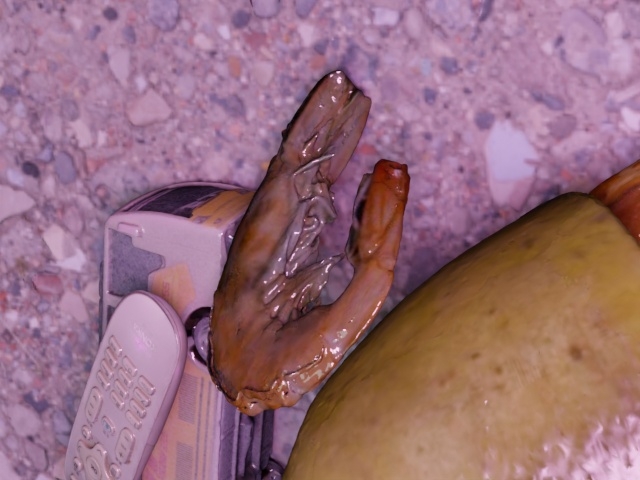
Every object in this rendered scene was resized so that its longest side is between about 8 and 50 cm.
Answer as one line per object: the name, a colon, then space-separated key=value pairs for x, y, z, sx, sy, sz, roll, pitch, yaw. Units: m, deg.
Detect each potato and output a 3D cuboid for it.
potato: x=0.077 y=0.125 z=1.258 sx=0.280 sy=0.330 sz=0.213 roll=-24 pitch=76 yaw=-7

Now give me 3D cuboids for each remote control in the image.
remote control: x=-0.137 y=0.123 z=1.429 sx=0.073 sy=0.044 sz=0.229 roll=46 pitch=137 yaw=25

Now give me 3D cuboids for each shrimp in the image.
shrimp: x=-0.001 y=-0.001 z=1.314 sx=0.058 sy=0.253 sz=0.173 roll=33 pitch=161 yaw=-32

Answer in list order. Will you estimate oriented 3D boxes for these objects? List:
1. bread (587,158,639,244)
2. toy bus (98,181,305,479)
bread: x=0.302 y=0.027 z=1.261 sx=0.210 sy=0.099 sz=0.235 roll=-28 pitch=90 yaw=29
toy bus: x=-0.095 y=0.122 z=1.488 sx=0.138 sy=0.097 sz=0.342 roll=16 pitch=117 yaw=27
